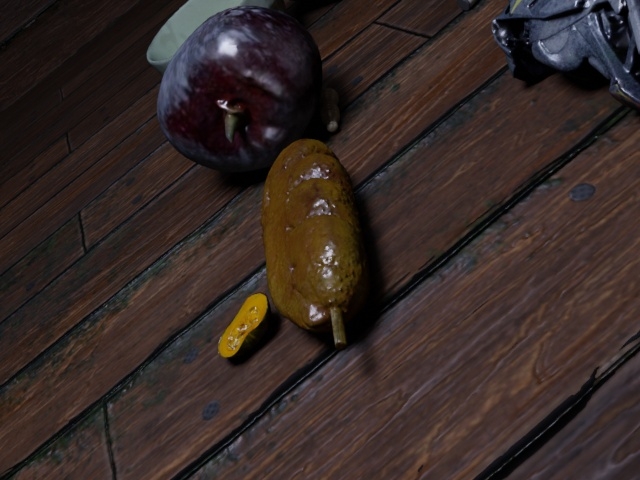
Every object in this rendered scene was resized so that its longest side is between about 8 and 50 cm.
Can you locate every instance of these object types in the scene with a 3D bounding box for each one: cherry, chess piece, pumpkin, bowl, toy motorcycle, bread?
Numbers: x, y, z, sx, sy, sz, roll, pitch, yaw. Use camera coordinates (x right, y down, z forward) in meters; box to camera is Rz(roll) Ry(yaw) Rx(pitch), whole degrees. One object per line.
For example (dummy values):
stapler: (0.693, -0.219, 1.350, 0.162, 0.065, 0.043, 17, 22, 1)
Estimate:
cherry: (-0.113, -0.223, 0.911, 0.255, 0.218, 0.296, -47, 14, 29)
chess piece: (0.014, -0.193, 0.926, 0.035, 0.035, 0.092, -26, 40, 17)
pumpkin: (-0.079, 0.098, 0.675, 0.083, 0.028, 0.050, -47, 36, 2)
bowl: (-0.190, -0.409, 1.242, 0.307, 0.163, 0.307, -24, 38, 20)
toy motorcycle: (0.284, -0.235, 0.645, 0.307, 0.108, 0.173, 54, 128, 52)
bread: (-0.002, -0.001, 0.674, 0.124, 0.084, 0.344, -50, 29, 24)

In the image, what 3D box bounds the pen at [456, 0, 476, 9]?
pen: (0.285, -0.434, 0.966, 0.204, 0.025, 0.025, -47, 35, -14)
